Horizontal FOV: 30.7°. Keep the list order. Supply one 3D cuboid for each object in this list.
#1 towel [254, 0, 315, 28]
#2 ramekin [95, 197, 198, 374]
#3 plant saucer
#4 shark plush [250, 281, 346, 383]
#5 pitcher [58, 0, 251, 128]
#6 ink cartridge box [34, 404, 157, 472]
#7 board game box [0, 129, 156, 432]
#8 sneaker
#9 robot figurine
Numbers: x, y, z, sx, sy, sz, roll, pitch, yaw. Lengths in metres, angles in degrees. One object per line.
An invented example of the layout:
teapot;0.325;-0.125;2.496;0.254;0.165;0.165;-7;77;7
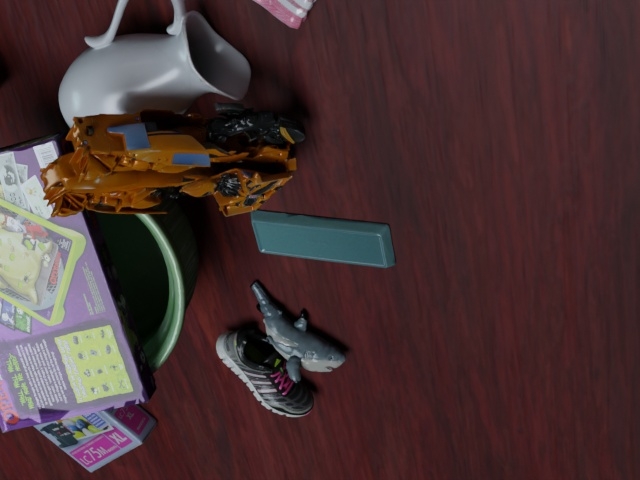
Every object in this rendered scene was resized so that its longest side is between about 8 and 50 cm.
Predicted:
towel;-0.049;-0.323;1.202;0.144;0.029;0.197;30;137;-1
ramekin;-0.305;0.038;1.520;0.303;0.148;0.303;3;109;8
plant saucer;0.000;0.000;1.484;0.192;0.018;0.067;6;132;23
shark plush;-0.036;0.118;1.611;0.067;0.073;0.161;-37;86;25
pitcher;-0.210;-0.204;1.336;0.207;0.125;0.178;-18;120;28
ink cartridge box;-0.440;0.246;1.922;0.311;0.065;0.186;44;135;-12
board game box;-0.351;0.056;1.430;0.208;0.056;0.347;-14;106;9
sneaker;-0.070;0.185;1.658;0.170;0.063;0.075;44;142;-7
robot figurine;-0.159;-0.084;1.337;0.291;0.085;0.211;-1;160;-29
